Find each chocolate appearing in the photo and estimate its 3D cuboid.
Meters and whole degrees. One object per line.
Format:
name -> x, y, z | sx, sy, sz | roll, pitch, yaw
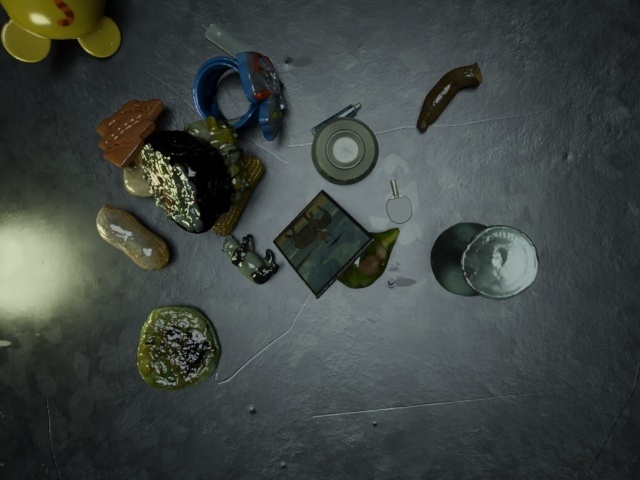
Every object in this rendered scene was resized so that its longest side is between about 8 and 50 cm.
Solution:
chocolate -> -0.668, -0.006, 1.745 | 0.309, 0.134, 0.134 | 40, 94, 3

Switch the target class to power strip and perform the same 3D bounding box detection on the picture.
power strip -> -0.320, -0.696, 1.757 | 0.253, 0.027, 0.060 | 36, 94, 4

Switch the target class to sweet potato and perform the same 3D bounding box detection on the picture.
sweet potato -> 0.429, -0.489, 1.666 | 0.112, 0.085, 0.285 | 42, 94, -1

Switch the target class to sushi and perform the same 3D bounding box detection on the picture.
sushi -> -0.377, -0.215, 1.586 | 0.328, 0.285, 0.328 | 24, 134, 37

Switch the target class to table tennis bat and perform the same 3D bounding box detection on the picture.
table tennis bat -> 0.270, -0.136, 1.720 | 0.087, 0.013, 0.156 | -12, 90, 6

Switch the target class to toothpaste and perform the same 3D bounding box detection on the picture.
toothpaste -> 0.058, -0.422, 1.725 | 0.197, 0.035, 0.057 | -33, 73, 6

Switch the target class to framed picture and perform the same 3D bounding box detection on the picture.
framed picture -> 0.000, 0.000, 1.629 | 0.265, 0.016, 0.347 | -45, 44, 4

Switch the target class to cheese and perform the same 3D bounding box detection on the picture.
cheese -> -0.604, -0.246, 1.744 | 0.235, 0.117, 0.218 | 37, 95, 7

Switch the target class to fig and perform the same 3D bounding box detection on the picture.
fig -> 0.164, 0.038, 1.665 | 0.275, 0.206, 0.206 | -35, 87, -26

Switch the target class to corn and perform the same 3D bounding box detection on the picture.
corn -> -0.300, -0.158, 1.727 | 0.102, 0.102, 0.312 | 30, 94, 4

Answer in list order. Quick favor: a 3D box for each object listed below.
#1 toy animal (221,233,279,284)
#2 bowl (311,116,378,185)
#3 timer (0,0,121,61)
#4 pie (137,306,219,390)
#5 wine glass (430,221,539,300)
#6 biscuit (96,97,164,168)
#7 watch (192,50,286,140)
toy animal -> -0.251, 0.059, 1.733 | 0.225, 0.094, 0.121 | 41, 103, 2
bowl -> 0.082, -0.304, 1.664 | 0.238, 0.126, 0.237 | 0, 97, 3
timer -> -0.903, -0.815, 1.671 | 0.377, 0.376, 0.386 | -2, 115, 5
pie -> -0.512, 0.390, 1.767 | 0.324, 0.070, 0.322 | 0, 91, 3
wine glass -> 0.497, 0.058, 1.509 | 0.268, 0.406, 0.266 | 0, 88, 5
biscuit -> -0.669, -0.373, 1.703 | 0.284, 0.043, 0.306 | -18, 56, 15
watch -> -0.271, -0.467, 1.679 | 0.275, 0.241, 0.305 | -13, 97, 21
